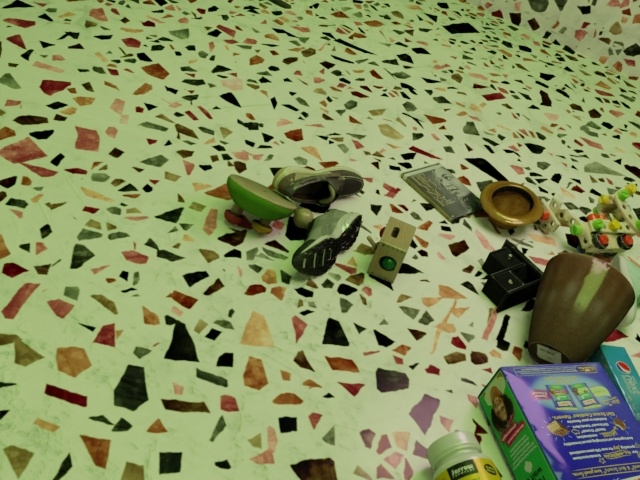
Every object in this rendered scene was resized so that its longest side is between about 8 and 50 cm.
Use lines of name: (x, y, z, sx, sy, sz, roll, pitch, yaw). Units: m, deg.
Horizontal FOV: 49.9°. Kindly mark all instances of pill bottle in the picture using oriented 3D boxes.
pill bottle: (0.272, 0.456, 1.225, 0.119, 0.119, 0.208, 0, 43, -21)

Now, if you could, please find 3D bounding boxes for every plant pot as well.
plant pot: (0.581, 0.184, 1.601, 0.215, 0.215, 0.230, 31, 63, 15)

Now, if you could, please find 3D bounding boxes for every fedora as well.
fedora: (0.544, -0.090, 1.986, 0.194, 0.079, 0.194, 6, 47, -6)

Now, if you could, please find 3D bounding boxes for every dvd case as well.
dvd case: (0.366, -0.147, 2.032, 0.164, 0.018, 0.221, -18, 51, -35)

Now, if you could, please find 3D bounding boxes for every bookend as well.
bookend: (0.467, 0.087, 1.759, 0.156, 0.072, 0.157, -15, 49, -33)

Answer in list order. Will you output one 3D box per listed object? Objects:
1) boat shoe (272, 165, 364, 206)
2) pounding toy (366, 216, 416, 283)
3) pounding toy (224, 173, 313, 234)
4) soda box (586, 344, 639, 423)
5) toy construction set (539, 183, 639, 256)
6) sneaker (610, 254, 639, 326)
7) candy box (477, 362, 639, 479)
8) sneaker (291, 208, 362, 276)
boat shoe: (0.008, -0.135, 1.801, 0.285, 0.103, 0.092, 0, 42, -40)
pounding toy: (0.160, 0.019, 1.675, 0.100, 0.130, 0.141, 23, 40, 6)
pounding toy: (-0.148, -0.071, 1.707, 0.183, 0.110, 0.237, 34, 12, 35)
soda box: (0.683, 0.339, 1.555, 0.071, 0.067, 0.210, 8, 41, -13)
toy construction set: (0.797, -0.059, 1.991, 0.328, 0.151, 0.215, -4, 69, -14)
sneaker: (0.850, 0.149, 1.817, 0.151, 0.094, 0.256, 24, 41, 2)
candy box: (0.507, 0.406, 1.370, 0.268, 0.122, 0.317, 2, 41, -20)
sneaker: (0.000, 0.000, 1.676, 0.108, 0.100, 0.271, 21, 33, 21)
